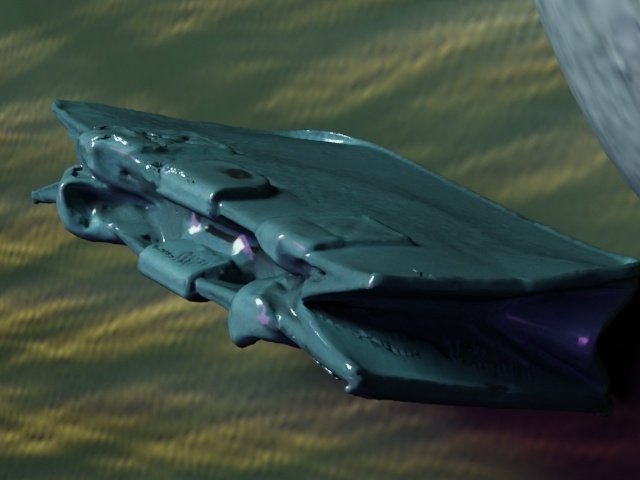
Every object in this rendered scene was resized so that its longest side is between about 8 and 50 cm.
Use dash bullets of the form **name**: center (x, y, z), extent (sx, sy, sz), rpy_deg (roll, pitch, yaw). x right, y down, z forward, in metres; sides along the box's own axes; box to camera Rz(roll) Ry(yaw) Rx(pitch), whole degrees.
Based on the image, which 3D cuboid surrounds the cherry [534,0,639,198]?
- **cherry**: center (0.172, -0.092, 0.508), extent (0.218, 0.296, 0.255), rpy_deg (-35, 19, -3)

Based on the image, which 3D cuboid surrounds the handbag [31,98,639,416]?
- **handbag**: center (0.000, 0.000, 0.736), extent (0.229, 0.179, 0.062), rpy_deg (27, 106, 48)
